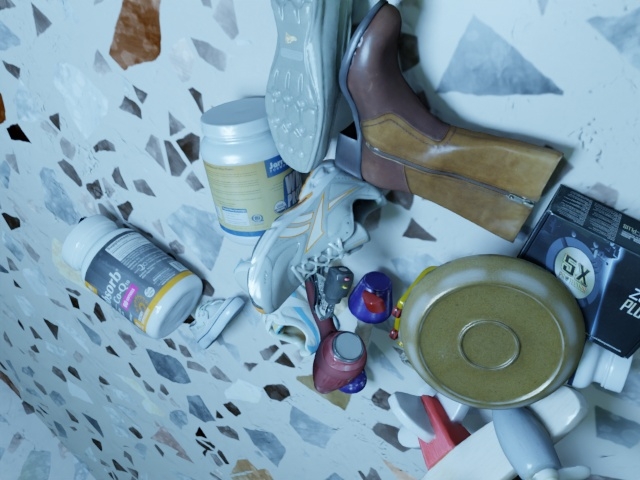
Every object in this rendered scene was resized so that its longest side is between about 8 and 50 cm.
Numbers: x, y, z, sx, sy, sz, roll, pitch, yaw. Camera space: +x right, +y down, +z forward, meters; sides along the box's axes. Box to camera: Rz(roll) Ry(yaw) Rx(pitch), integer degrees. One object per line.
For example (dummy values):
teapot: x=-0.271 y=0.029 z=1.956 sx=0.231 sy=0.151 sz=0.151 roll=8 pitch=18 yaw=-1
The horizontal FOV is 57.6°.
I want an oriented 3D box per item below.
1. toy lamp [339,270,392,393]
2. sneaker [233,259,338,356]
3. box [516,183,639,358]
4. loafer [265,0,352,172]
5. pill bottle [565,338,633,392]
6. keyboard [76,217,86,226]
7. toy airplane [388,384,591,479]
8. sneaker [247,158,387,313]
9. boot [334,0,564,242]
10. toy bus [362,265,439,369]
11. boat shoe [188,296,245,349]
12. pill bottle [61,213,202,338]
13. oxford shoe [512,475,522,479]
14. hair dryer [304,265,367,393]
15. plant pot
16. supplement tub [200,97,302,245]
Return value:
toy lamp: x=0.072 y=0.165 z=1.030 sx=0.080 sy=0.080 sz=0.274 roll=28 pitch=133 yaw=17
sneaker: x=-0.079 y=0.123 z=1.099 sx=0.229 sy=0.092 sz=0.087 roll=36 pitch=137 yaw=11
box: x=0.346 y=0.040 z=0.736 sx=0.180 sy=0.077 sz=0.147 roll=30 pitch=133 yaw=15
loafer: x=-0.005 y=-0.242 z=0.761 sx=0.112 sy=0.111 sz=0.319 roll=30 pitch=132 yaw=31
pill bottle: x=0.336 y=0.148 z=0.811 sx=0.170 sy=0.094 sz=0.094 roll=17 pitch=130 yaw=25
keyboard: x=-0.573 y=0.023 z=1.441 sx=0.108 sy=0.023 sz=0.180 roll=51 pitch=137 yaw=3
toy airplane: x=0.211 y=0.390 z=0.885 sx=0.385 sy=0.273 sz=0.385 roll=-1 pitch=86 yaw=45
sneaker: x=0.000 y=0.000 z=0.833 sx=0.121 sy=0.262 sz=0.099 roll=24 pitch=160 yaw=24
boot: x=0.158 y=-0.140 z=0.731 sx=0.281 sy=0.096 sz=0.264 roll=25 pitch=132 yaw=19
toy bus: x=0.177 y=0.122 z=0.898 sx=0.191 sy=0.104 sz=0.202 roll=50 pitch=159 yaw=-23
boat shoe: x=-0.237 y=0.170 z=1.255 sx=0.076 sy=0.083 sz=0.226 roll=43 pitch=137 yaw=1
pill bottle: x=-0.406 y=0.072 z=1.254 sx=0.278 sy=0.162 sz=0.162 roll=34 pitch=135 yaw=11
oxford shoe: x=0.318 y=0.431 z=1.047 sx=0.227 sy=0.082 sz=0.096 roll=27 pitch=132 yaw=2
hair dryer: x=0.021 y=0.139 z=0.981 sx=0.080 sy=0.223 sz=0.293 roll=-1 pitch=109 yaw=-12
plant pot: x=0.220 y=0.131 z=0.761 sx=0.237 sy=0.032 sz=0.236 roll=6 pitch=115 yaw=14
supplement tub: x=-0.105 y=-0.108 z=0.912 sx=0.144 sy=0.144 sz=0.199 roll=11 pitch=127 yaw=30
